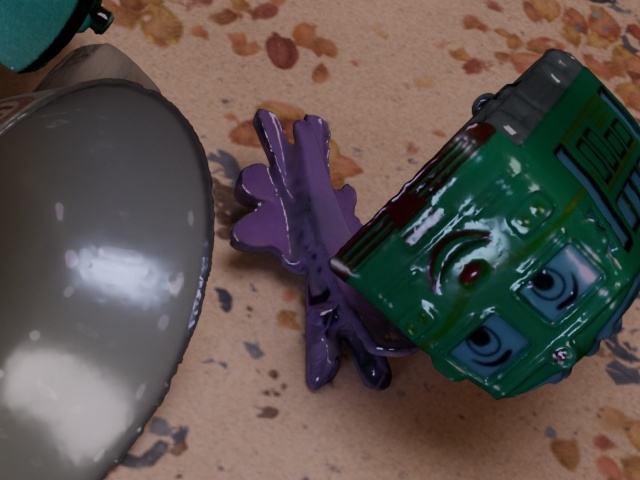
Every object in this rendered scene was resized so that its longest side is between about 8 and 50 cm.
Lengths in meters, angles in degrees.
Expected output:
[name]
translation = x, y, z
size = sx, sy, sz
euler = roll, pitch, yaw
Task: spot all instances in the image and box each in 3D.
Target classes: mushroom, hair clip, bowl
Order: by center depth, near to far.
[bowl]
translation = -0.233, 0.029, 1.363
size = 0.157, 0.337, 0.337
euler = 22, 40, 29
[mushroom]
translation = -0.200, -0.079, 1.581
size = 0.096, 0.108, 0.247
euler = 33, 45, -7
[hair clip]
translation = -0.004, 0.012, 1.606
size = 0.137, 0.090, 0.278
euler = 1, 45, -28

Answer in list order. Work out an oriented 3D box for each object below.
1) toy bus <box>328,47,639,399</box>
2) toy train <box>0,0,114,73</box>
[toy bus]
translation = 0.162, -0.011, 1.559
size = 0.199, 0.183, 0.343
euler = 46, 24, 0
[toy train]
translation = -0.256, -0.219, 1.570
size = 0.194, 0.120, 0.298
euler = 36, 8, -1
